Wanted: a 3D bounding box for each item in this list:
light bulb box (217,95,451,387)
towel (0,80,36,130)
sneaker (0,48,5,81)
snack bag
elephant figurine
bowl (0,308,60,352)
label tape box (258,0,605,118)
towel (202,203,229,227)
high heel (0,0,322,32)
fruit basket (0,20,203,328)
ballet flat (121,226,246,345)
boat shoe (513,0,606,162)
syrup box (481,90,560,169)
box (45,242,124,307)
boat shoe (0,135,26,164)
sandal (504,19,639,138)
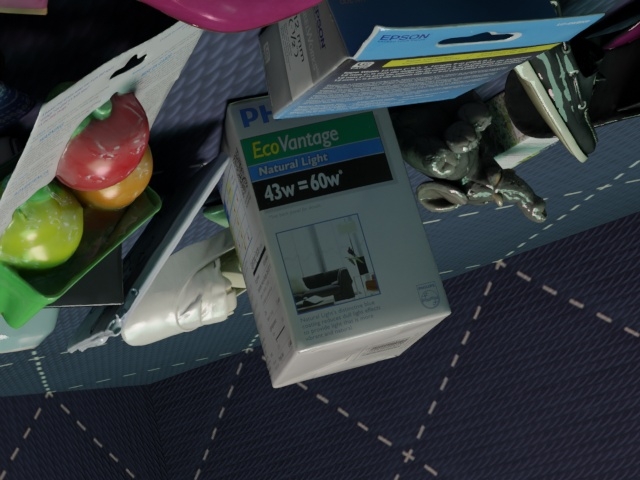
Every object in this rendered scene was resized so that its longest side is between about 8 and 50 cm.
[{"bbox_3d":[0.000,0.000,1.589,0.225,0.361,0.358,-13,167,-12],"label":"light bulb box"},{"bbox_3d":[-0.407,-0.102,0.918,0.243,0.040,0.336,-26,175,2],"label":"towel"},{"bbox_3d":[-0.438,-0.162,1.016,0.271,0.100,0.108,-8,161,-24],"label":"sneaker"},{"bbox_3d":[-0.254,0.023,1.594,0.037,0.323,0.342,36,158,-13],"label":"snack bag"},{"bbox_3d":[0.222,-0.112,1.681,0.169,0.186,0.239,-33,137,3],"label":"elephant figurine"},{"bbox_3d":[-0.529,0.088,1.644,0.311,0.163,0.311,-2,180,0],"label":"bowl"},{"bbox_3d":[0.101,-0.229,1.153,0.249,0.115,0.347,-9,175,-19],"label":"label tape box"},{"bbox_3d":[-0.024,-0.077,1.975,0.324,0.038,0.248,-16,166,15],"label":"towel"},{"bbox_3d":[-0.113,-0.265,0.884,0.377,0.127,0.181,-13,162,-25],"label":"high heel"},{"bbox_3d":[-0.265,-0.088,1.133,0.327,0.165,0.353,-50,173,-51],"label":"fruit basket"},{"bbox_3d":[-0.163,0.061,1.783,0.139,0.139,0.400,-27,-174,44],"label":"ballet flat"},{"bbox_3d":[0.312,-0.228,1.384,0.113,0.127,0.340,-36,132,10],"label":"boat shoe"},{"bbox_3d":[0.321,-0.188,1.739,0.096,0.093,0.237,-6,165,-36],"label":"syrup box"},{"bbox_3d":[-0.404,0.043,1.408,0.261,0.103,0.184,-1,179,-20],"label":"box"},{"bbox_3d":[-0.336,-0.082,1.446,0.158,0.127,0.340,-16,176,-6],"label":"boat shoe"},{"bbox_3d":[0.462,-0.245,1.466,0.445,0.168,0.107,-20,174,27],"label":"sandal"}]
